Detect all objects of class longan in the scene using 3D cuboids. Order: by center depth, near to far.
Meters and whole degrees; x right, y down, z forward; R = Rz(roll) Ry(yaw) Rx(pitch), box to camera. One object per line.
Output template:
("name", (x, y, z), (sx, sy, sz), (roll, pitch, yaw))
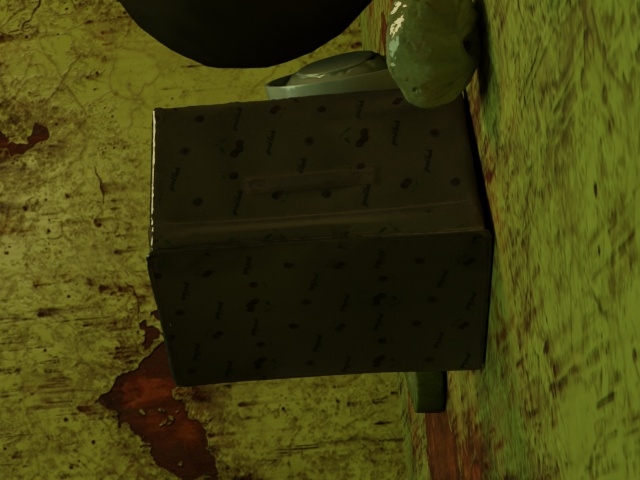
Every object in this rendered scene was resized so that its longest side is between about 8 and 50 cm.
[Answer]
("longan", (-0.076, -0.392, 1.607), (0.336, 0.404, 0.405), (-128, 30, -60))

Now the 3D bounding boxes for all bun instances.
("bun", (0.097, -0.165, 1.152), (0.115, 0.069, 0.115), (4, -90, -72))

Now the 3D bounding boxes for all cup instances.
("cup", (0.063, -0.098, 1.553), (0.241, 0.185, 0.226), (-26, -71, -54))

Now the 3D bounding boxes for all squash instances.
("squash", (0.124, 0.107, 1.835), (0.252, 0.049, 0.252), (174, 90, -89))

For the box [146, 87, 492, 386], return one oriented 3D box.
("box", (0.000, 0.000, 1.315), (0.225, 0.297, 0.190), (85, -178, -51))
